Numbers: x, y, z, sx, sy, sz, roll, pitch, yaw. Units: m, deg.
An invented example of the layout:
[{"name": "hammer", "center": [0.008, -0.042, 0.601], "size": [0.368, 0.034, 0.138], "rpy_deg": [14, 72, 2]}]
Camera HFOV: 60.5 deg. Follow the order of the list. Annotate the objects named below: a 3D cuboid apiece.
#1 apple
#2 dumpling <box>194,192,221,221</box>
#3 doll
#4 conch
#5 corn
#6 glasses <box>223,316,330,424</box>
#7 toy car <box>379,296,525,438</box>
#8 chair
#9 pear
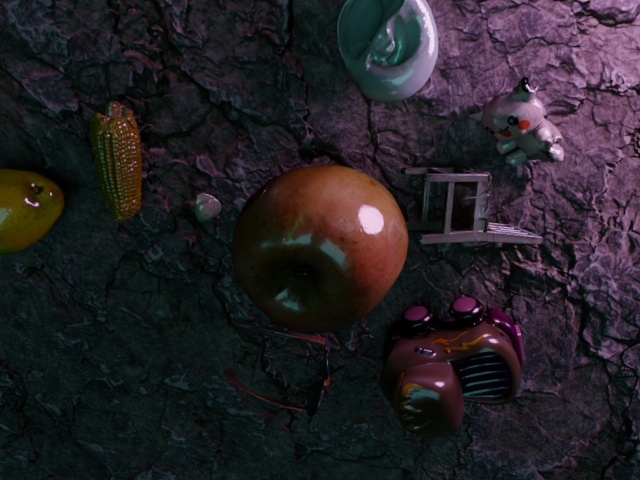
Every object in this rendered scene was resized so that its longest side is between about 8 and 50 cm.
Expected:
[{"name": "apple", "center": [0.000, 0.000, 1.094], "size": [0.338, 0.305, 0.339], "rpy_deg": [8, 126, 11]}, {"name": "dumpling", "center": [-0.248, -0.072, 1.209], "size": [0.059, 0.043, 0.077], "rpy_deg": [-9, 114, -17]}, {"name": "doll", "center": [0.391, -0.223, 1.061], "size": [0.192, 0.149, 0.095], "rpy_deg": [39, 71, -23]}, {"name": "conch", "center": [0.120, -0.364, 0.997], "size": [0.184, 0.121, 0.221], "rpy_deg": [2, 110, 2]}, {"name": "corn", "center": [-0.422, -0.162, 1.144], "size": [0.096, 0.097, 0.262], "rpy_deg": [6, 119, 0]}, {"name": "glasses", "center": [-0.108, 0.321, 1.355], "size": [0.268, 0.118, 0.234], "rpy_deg": [11, 118, -3]}, {"name": "toy car", "center": [0.302, 0.305, 1.256], "size": [0.340, 0.240, 0.272], "rpy_deg": [-14, 117, 13]}, {"name": "chair", "center": [0.307, -0.075, 1.113], "size": [0.270, 0.136, 0.147], "rpy_deg": [-1, 104, -10]}, {"name": "pear", "center": [-0.649, -0.065, 1.151], "size": [0.219, 0.188, 0.188], "rpy_deg": [-14, 115, 17]}]
